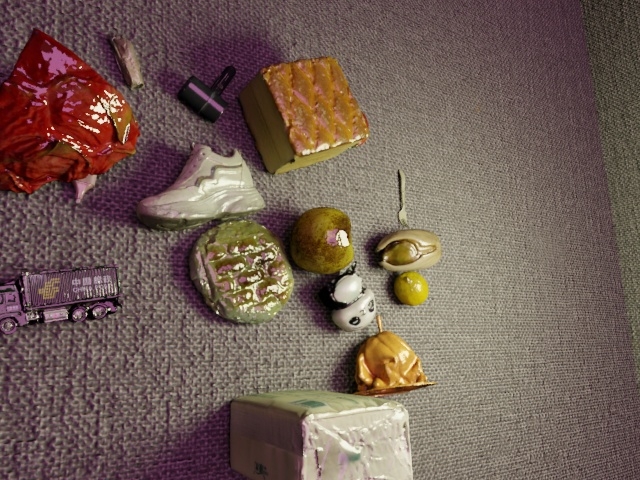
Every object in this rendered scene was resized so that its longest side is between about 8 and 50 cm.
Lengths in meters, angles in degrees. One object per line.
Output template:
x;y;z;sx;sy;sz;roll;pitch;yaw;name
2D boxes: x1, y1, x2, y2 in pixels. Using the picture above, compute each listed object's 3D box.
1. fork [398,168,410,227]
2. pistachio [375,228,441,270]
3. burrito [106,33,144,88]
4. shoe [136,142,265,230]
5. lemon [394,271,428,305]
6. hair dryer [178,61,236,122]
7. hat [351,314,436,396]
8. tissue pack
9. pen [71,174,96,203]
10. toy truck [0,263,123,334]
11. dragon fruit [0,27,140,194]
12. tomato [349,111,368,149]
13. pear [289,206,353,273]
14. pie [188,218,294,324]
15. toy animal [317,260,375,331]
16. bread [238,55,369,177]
0.285;-0.148;1.726;0.034;0.028;0.219;4;73;-25;fork
0.288;0.033;1.605;0.238;0.153;0.137;-6;81;-28;pistachio
-0.495;-0.461;1.264;0.055;0.041;0.149;-22;92;-21;burrito
-0.318;-0.146;1.266;0.342;0.132;0.210;-14;86;-40;shoe
0.298;0.159;1.611;0.109;0.109;0.133;-57;132;-28;lemon
-0.294;-0.441;1.384;0.124;0.071;0.219;40;54;-20;hair dryer
0.198;0.332;1.466;0.234;0.244;0.233;12;59;-39;hat
-0.014;0.474;1.174;0.297;0.380;0.207;5;77;-31;tissue pack
-0.556;-0.178;1.169;0.053;0.032;0.197;14;71;-31;pen
-0.571;0.125;1.061;0.259;0.088;0.121;-6;84;-35;toy truck
-0.586;-0.231;1.092;0.302;0.240;0.330;39;86;-32;dragon fruit
0.100;-0.376;1.610;0.159;0.091;0.138;-7;82;-32;tomato
0.000;0.000;1.408;0.197;0.197;0.197;8;75;-32;pear
-0.200;0.081;1.324;0.306;0.071;0.306;7;77;-34;pie
0.092;0.174;1.455;0.166;0.138;0.179;-32;93;-18;toy animal
-0.051;-0.363;1.436;0.279;0.207;0.279;-26;92;-32;bread
